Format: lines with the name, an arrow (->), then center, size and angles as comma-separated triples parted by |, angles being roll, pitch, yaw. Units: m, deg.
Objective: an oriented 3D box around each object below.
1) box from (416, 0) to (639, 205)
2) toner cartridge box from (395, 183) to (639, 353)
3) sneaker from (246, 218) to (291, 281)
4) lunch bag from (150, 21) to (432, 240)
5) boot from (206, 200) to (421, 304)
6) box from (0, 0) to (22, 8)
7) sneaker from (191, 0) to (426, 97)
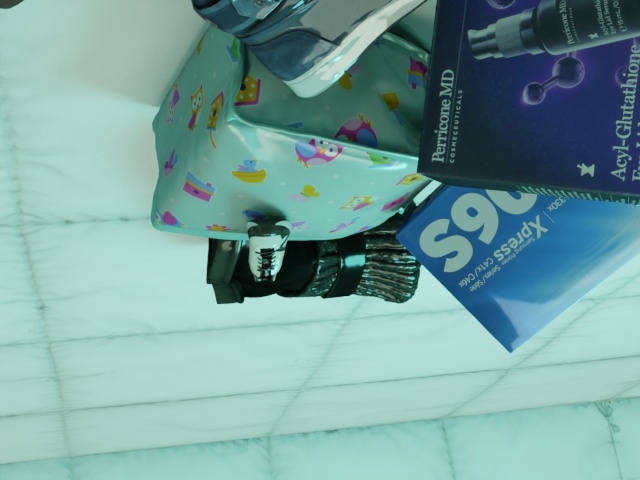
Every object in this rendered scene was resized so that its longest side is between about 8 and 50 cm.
box -> 0.185, -0.108, 0.729 | 0.207, 0.153, 0.108 | 6, -179, 17
toner cartridge box -> 0.249, -0.066, 0.915 | 0.348, 0.165, 0.075 | -44, -176, 25
sneaker -> -0.046, 0.009, 0.894 | 0.040, 0.044, 0.109 | 1, 164, -1
lunch bag -> 0.000, -0.094, 0.913 | 0.262, 0.160, 0.223 | 8, 153, -24
boot -> 0.000, -0.004, 1.166 | 0.260, 0.131, 0.348 | 0, 169, -3
box -> -0.141, -0.246, 0.452 | 0.203, 0.167, 0.168 | -20, 156, 27
sneaker -> 0.005, -0.220, 0.688 | 0.163, 0.086, 0.226 | 34, 114, -32
